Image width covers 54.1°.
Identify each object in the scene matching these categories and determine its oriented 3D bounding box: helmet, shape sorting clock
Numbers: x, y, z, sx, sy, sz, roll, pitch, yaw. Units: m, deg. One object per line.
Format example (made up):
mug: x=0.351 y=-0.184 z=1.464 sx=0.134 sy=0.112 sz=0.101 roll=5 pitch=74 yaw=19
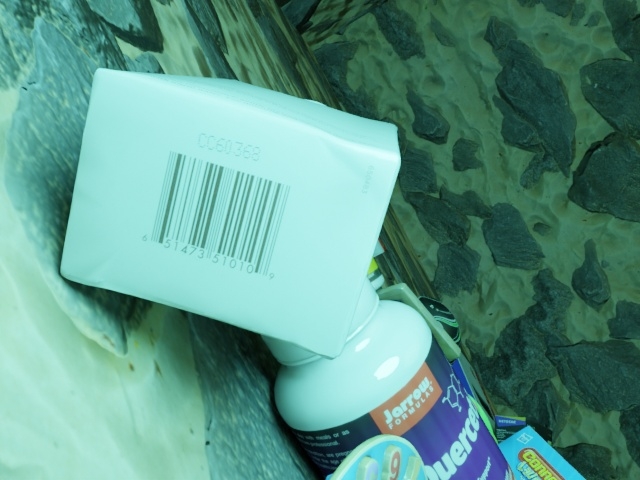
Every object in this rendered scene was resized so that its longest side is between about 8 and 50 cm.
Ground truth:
helmet: x=0.212 y=0.199 z=1.305 sx=0.161 sy=0.169 sz=0.169 roll=18 pitch=43 yaw=-51
shape sorting clock: x=0.043 y=0.266 z=0.516 sx=0.206 sy=0.040 sz=0.206 roll=-12 pitch=105 yaw=-51

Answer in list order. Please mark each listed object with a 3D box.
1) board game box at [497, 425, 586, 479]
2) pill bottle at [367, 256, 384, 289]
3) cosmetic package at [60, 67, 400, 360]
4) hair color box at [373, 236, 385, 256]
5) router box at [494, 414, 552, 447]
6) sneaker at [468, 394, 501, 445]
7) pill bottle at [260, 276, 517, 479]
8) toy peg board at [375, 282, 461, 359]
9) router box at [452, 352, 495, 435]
board game box: x=0.365 y=0.444 z=0.798 sx=0.308 sy=0.086 sz=0.302 roll=61 pitch=-6 yaw=-22
pill bottle: x=0.000 y=0.000 z=0.963 sx=0.208 sy=0.119 sz=0.119 roll=61 pitch=12 yaw=0
cosmetic package: x=-0.046 y=-0.057 z=0.594 sx=0.217 sy=0.156 sz=0.385 roll=17 pitch=13 yaw=4
hair color box: x=0.093 y=-0.021 z=1.507 sx=0.141 sy=0.072 sz=0.043 roll=62 pitch=13 yaw=-2
router box: x=0.523 y=0.590 z=1.603 sx=0.309 sy=0.081 sz=0.243 roll=34 pitch=57 yaw=-53
sneaker: x=0.206 y=0.360 z=0.995 sx=0.483 sy=0.185 sz=0.202 roll=45 pitch=-20 yaw=-28
pill bottle: x=0.072 y=0.194 z=0.679 sx=0.323 sy=0.181 sz=0.181 roll=58 pitch=13 yaw=-16
toy peg board: x=0.107 y=0.166 z=0.999 sx=0.160 sy=0.161 sz=0.079 roll=49 pitch=46 yaw=-19
router box: x=0.421 y=0.471 z=1.753 sx=0.301 sy=0.082 sz=0.335 roll=50 pitch=17 yaw=-44
